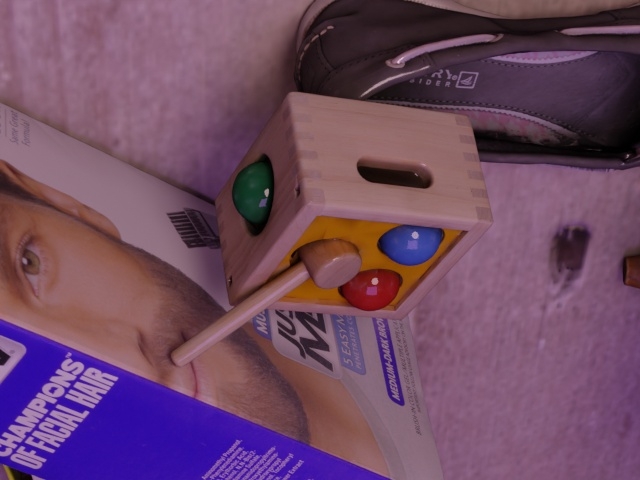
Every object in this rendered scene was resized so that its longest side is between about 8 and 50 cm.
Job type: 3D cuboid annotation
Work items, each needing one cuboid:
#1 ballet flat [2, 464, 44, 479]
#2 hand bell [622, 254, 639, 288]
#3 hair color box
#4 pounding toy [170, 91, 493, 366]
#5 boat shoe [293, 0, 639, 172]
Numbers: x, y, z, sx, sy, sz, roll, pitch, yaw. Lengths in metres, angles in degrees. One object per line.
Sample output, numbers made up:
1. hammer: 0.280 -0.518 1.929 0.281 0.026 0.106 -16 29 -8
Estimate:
1. ballet flat: -0.189 0.115 1.079 0.077 0.077 0.231 -10 130 0
2. hand bell: 0.326 0.029 1.107 0.242 0.126 0.126 3 130 3
3. hair color box: -0.092 0.064 0.983 0.339 0.185 0.110 24 124 -28
4. pounding toy: 0.000 0.000 0.891 0.141 0.100 0.130 5 147 -25
5. boat shoe: 0.150 -0.082 0.966 0.335 0.095 0.112 2 129 -12
